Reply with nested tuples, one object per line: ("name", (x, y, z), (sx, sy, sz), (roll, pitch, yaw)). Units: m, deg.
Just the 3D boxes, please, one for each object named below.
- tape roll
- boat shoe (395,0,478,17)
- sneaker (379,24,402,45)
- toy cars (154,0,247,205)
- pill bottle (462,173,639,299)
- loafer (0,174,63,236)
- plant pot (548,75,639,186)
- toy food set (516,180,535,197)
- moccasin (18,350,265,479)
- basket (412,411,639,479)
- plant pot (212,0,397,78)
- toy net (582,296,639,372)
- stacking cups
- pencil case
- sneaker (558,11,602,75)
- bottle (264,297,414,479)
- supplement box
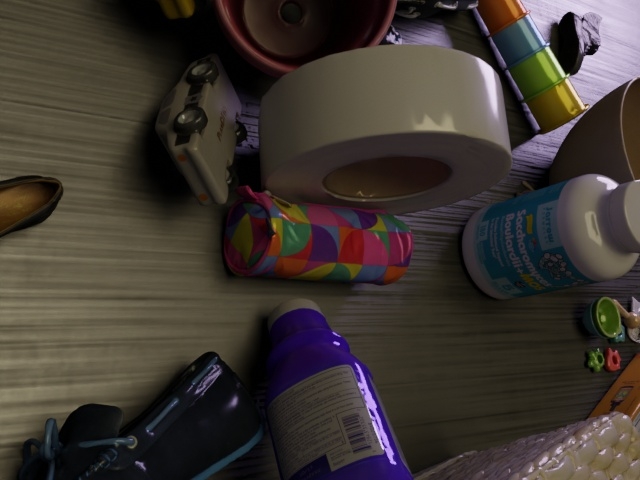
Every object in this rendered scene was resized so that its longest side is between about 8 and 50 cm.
("tape roll", (0.071, -0.114, 0.914), (0.286, 0.286, 0.100), (7, 72, -37))
("boat shoe", (0.154, -0.377, 1.188), (0.303, 0.091, 0.114), (-18, 48, -36))
("sneaker", (0.066, -0.312, 1.064), (0.121, 0.079, 0.216), (-13, 127, -46))
("toy cars", (-0.162, -0.220, 0.884), (0.176, 0.087, 0.393), (19, 60, -75))
("pill bottle", (0.335, -0.006, 1.098), (0.146, 0.264, 0.146), (10, 72, -33))
("loafer", (-0.313, -0.022, 0.716), (0.170, 0.061, 0.062), (-36, 100, -40))
("plant pot", (0.497, -0.106, 1.317), (0.284, 0.191, 0.283), (13, 68, -36))
("toy food set", (0.340, -0.038, 1.280), (0.078, 0.019, 0.122), (37, 55, -24))
("moccasin", (-0.198, 0.201, 0.710), (0.342, 0.138, 0.116), (-23, 86, -55))
("basket", (0.220, 0.388, 0.828), (0.331, 0.266, 0.328), (-5, 69, -51))
("plant pot", (-0.029, -0.282, 0.929), (0.202, 0.180, 0.201), (-1, 96, -10))
("toy net", (0.524, 0.154, 1.349), (0.232, 0.045, 0.122), (-2, 76, -40))
("stacking cups", (0.329, -0.332, 1.326), (0.096, 0.096, 0.316), (-39, 99, -40))
("pencil case", (0.000, 0.000, 0.938), (0.236, 0.104, 0.104), (8, 71, -40))
("sneaker", (0.497, -0.370, 1.497), (0.089, 0.051, 0.170), (21, 60, -28))
("bottle", (0.003, 0.172, 0.805), (0.092, 0.118, 0.282), (59, 5, -38))
("supplement box", (0.520, 0.267, 1.288), (0.233, 0.078, 0.080), (-30, 98, -40))
